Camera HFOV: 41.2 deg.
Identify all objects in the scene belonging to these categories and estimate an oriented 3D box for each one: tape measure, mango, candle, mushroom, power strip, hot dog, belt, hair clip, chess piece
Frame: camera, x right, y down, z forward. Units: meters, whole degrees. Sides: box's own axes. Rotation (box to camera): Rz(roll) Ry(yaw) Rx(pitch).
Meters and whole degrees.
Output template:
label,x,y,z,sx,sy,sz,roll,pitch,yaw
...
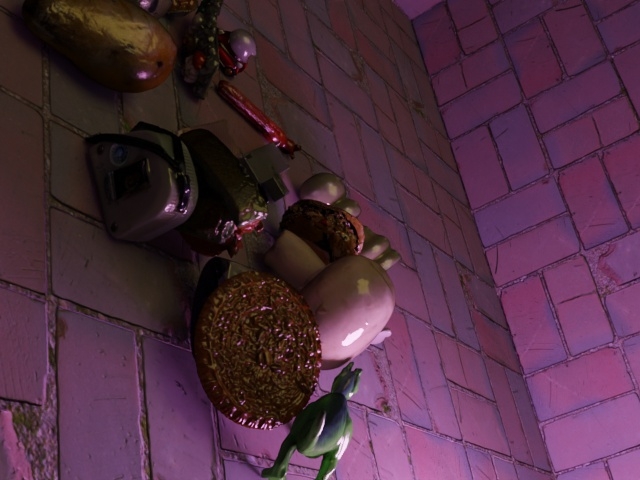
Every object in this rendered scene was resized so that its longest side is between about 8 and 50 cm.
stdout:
label,x,y,z,sx,sy,sz,roll,pitch,yaw
tape measure,-0.339,-0.133,1.618,0.115,0.207,0.235,6,63,-56
mango,-0.451,-0.418,1.748,0.330,0.175,0.176,22,21,-30
candle,-0.166,-0.327,2.333,0.329,0.048,0.051,39,20,-40
mushroom,-0.004,0.126,1.986,0.336,0.314,0.314,42,19,19
power strip,-0.132,-0.177,2.230,0.145,0.061,0.216,60,25,-5
hot dog,-0.385,-0.659,2.189,0.108,0.059,0.191,-15,71,-25
belt,-0.176,0.149,1.698,0.126,0.140,0.230,23,50,-32
hair clip,-0.308,-0.504,2.159,0.091,0.138,0.321,14,48,-21
chess piece,0.066,-0.040,2.374,0.330,0.182,0.182,58,25,0

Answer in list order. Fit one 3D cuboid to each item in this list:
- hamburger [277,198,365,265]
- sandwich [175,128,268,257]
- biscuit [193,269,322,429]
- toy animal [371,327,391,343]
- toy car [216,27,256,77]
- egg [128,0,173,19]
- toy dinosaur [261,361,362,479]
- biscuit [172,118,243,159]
label,x,y,z,sx,sy,sz,roll,pitch,yaw
hamburger,0.000,0.000,2.128,0.231,0.231,0.106,52,50,-23
sandwich,-0.235,-0.060,1.722,0.250,0.162,0.301,54,-24,21
biscuit,-0.109,0.205,1.616,0.305,0.038,0.305,14,69,-39
toy animal,0.139,0.203,2.381,0.127,0.131,0.181,84,12,-46
toy car,-0.233,-0.529,2.319,0.139,0.112,0.112,49,29,-30
egg,-0.431,-0.576,1.907,0.228,0.177,0.177,-1,66,-53
toy dinosaur,0.042,0.327,1.700,0.144,0.500,0.374,30,54,5
biscuit,-0.270,-0.217,2.004,0.108,0.062,0.239,64,26,-3
